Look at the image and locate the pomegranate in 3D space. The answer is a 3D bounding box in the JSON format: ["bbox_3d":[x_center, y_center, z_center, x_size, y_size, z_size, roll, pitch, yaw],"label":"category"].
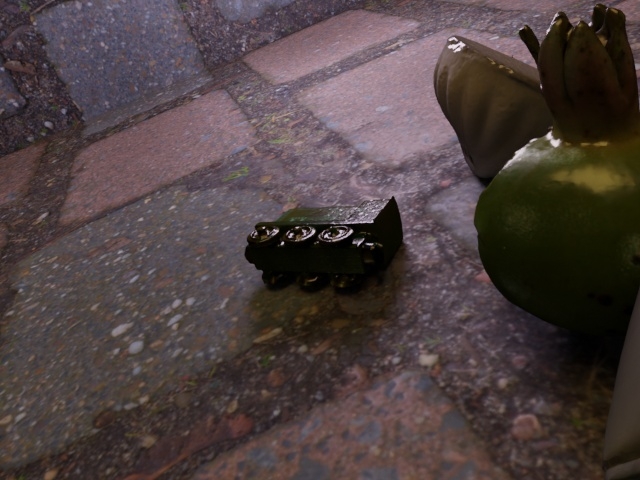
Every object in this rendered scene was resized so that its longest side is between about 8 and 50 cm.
[{"bbox_3d":[0.259,-0.058,0.509,0.235,0.302,0.236,-9,28,5],"label":"pomegranate"}]

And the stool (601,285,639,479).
[{"bbox_3d":[0.322,0.077,0.264,0.269,0.170,0.244,37,52,6],"label":"stool"}]

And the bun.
[{"bbox_3d":[0.275,-0.184,0.835,0.263,0.175,0.263,19,27,-10],"label":"bun"}]

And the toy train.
[{"bbox_3d":[0.000,0.000,0.786,0.225,0.090,0.137,1,30,32],"label":"toy train"}]
